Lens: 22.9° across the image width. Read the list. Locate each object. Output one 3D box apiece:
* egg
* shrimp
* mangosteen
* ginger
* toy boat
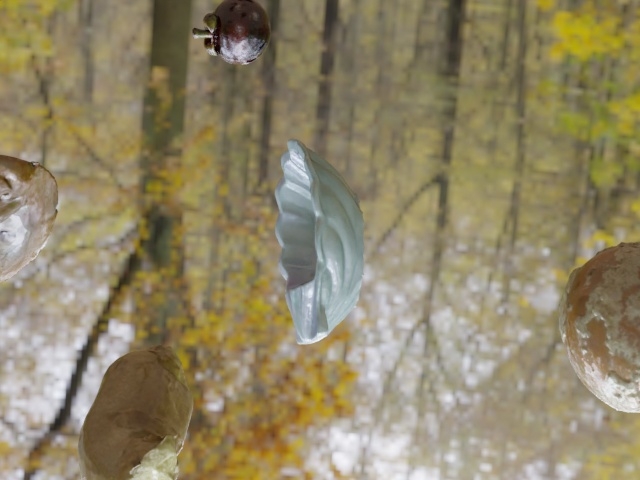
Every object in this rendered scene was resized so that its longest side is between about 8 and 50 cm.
[{"bbox_3d":[0.425,0.120,2.147,0.203,0.245,0.203,1,148,1],"label":"egg"},{"bbox_3d":[-0.278,-0.030,1.177,0.152,0.063,0.287,-27,157,-4],"label":"shrimp"},{"bbox_3d":[-0.096,-0.244,1.836,0.080,0.081,0.081,5,-168,-1],"label":"mangosteen"},{"bbox_3d":[-0.239,0.250,2.054,0.152,0.138,0.267,-21,-139,21],"label":"ginger"},{"bbox_3d":[0.000,0.000,2.233,0.100,0.290,0.199,1,170,-15],"label":"toy boat"}]
